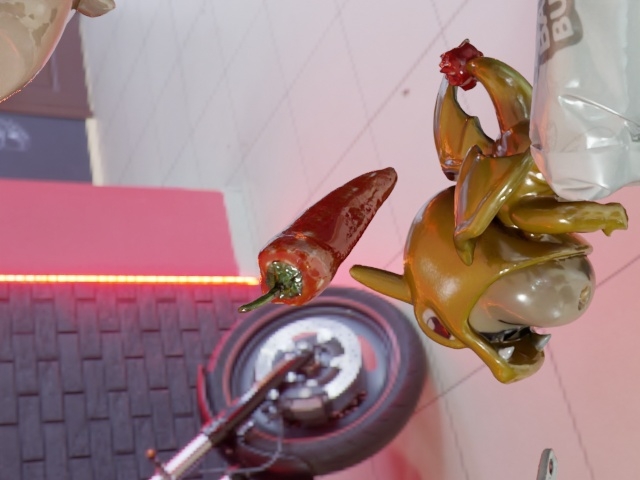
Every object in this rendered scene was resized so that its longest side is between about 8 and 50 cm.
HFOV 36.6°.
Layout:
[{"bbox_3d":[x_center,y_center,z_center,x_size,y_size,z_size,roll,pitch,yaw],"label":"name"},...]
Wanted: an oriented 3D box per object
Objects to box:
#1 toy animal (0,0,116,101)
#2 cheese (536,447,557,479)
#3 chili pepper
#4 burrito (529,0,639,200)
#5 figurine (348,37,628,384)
[{"bbox_3d":[-0.404,-0.287,1.204,0.195,0.213,0.256,63,-154,-45],"label":"toy animal"},{"bbox_3d":[0.256,0.368,1.190,0.071,0.163,0.248,0,67,30],"label":"cheese"},{"bbox_3d":[0.000,0.000,0.894,0.071,0.272,0.063,12,124,25],"label":"chili pepper"},{"bbox_3d":[0.190,-0.246,0.593,0.101,0.139,0.445,8,102,41],"label":"burrito"},{"bbox_3d":[0.230,-0.053,1.244,0.401,0.268,0.387,-107,35,-56],"label":"figurine"}]
